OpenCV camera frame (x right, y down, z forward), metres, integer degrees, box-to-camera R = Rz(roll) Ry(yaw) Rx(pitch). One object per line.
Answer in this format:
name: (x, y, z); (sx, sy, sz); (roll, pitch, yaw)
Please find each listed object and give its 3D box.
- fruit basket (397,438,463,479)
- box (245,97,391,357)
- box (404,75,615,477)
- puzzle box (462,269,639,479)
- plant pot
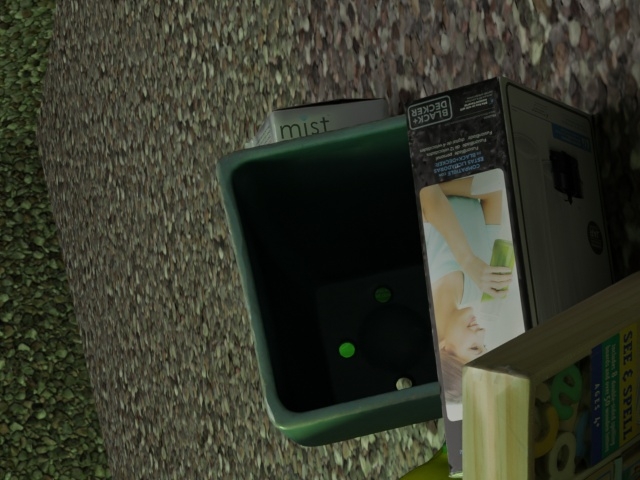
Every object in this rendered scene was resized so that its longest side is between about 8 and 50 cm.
fruit basket: (0.109, 0.328, 1.600); (0.283, 0.392, 0.392); (-158, 63, -69)
box: (0.000, 0.000, 1.988); (0.262, 0.127, 0.231); (128, 135, -74)
box: (0.156, 0.036, 1.471); (0.087, 0.169, 0.290); (-13, 74, 30)
puzzle box: (0.190, 0.247, 1.365); (0.052, 0.272, 0.409); (8, 108, 33)
plant pot: (0.063, 0.055, 1.705); (0.252, 0.248, 0.247); (79, 179, -70)
